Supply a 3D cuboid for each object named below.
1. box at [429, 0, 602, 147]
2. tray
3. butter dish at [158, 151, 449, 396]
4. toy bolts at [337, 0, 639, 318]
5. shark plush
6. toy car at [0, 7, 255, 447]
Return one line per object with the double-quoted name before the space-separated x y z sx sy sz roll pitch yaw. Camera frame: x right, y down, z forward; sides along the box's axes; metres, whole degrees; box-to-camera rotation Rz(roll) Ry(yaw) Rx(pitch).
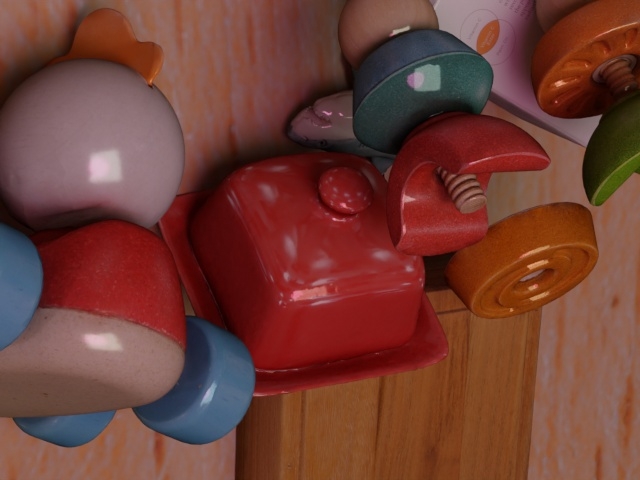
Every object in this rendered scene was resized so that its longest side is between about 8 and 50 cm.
"box" 0.128 -0.159 1.236 0.170 0.091 0.130 27 93 -34
"tray" 0.044 0.220 1.336 0.203 0.076 0.410 -8 112 -27
"butter dish" 0.000 0.000 1.168 0.160 0.160 0.118 -9 146 -26
"toy bolts" 0.100 -0.071 1.145 0.228 0.158 0.218 0 146 -39
"shark plush" 0.049 -0.069 1.266 0.067 0.073 0.161 -48 147 17
"toy car" -0.158 -0.020 1.103 0.219 0.210 0.238 29 63 -46
